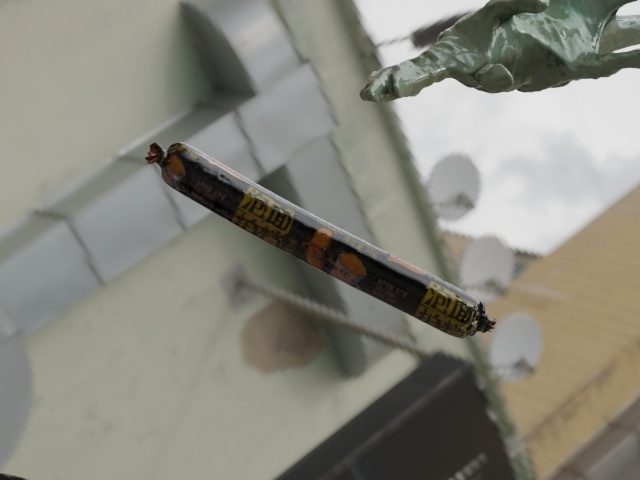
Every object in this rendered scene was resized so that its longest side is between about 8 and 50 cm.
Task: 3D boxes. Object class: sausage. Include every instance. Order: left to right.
[{"bbox_3d":[0.000,0.000,0.804,0.198,0.025,0.028,28,-36,-1],"label":"sausage"}]

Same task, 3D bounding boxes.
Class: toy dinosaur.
[{"bbox_3d":[0.212,-0.162,1.247,0.205,0.393,0.092,-10,-82,42],"label":"toy dinosaur"}]

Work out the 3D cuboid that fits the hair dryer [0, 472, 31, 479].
[{"bbox_3d":[-0.142,0.282,1.071,0.251,0.089,0.197,37,-19,25],"label":"hair dryer"}]
